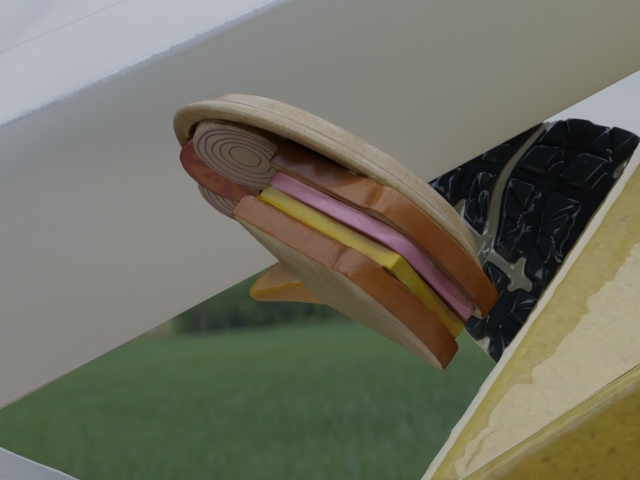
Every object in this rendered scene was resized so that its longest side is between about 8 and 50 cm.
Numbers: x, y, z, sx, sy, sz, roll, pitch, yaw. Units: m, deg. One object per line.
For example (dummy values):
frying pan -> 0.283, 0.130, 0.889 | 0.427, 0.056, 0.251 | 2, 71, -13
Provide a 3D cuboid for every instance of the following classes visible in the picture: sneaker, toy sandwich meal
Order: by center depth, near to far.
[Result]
toy sandwich meal -> 0.000, 0.000, 0.405 | 0.086, 0.029, 0.085 | 28, -15, 8
sneaker -> 0.160, 0.055, 0.745 | 0.283, 0.110, 0.122 | 31, -12, 12

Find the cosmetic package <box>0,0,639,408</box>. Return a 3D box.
cosmetic package -> -0.062, -0.108, 0.649 | 0.377, 0.097, 0.284 | -28, 40, -31

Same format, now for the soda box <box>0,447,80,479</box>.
soda box -> -0.129, 0.129, 0.768 | 0.216, 0.074, 0.069 | 19, -19, 20

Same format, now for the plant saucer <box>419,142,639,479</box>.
plant saucer -> 0.210, -0.050, 0.489 | 0.333, 0.081, 0.333 | -37, 5, 31
